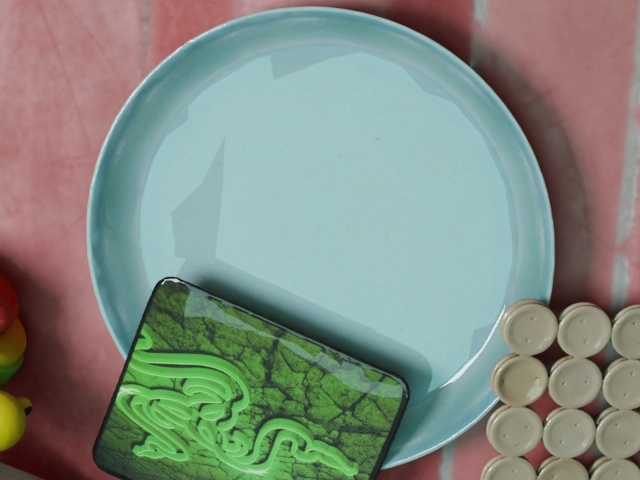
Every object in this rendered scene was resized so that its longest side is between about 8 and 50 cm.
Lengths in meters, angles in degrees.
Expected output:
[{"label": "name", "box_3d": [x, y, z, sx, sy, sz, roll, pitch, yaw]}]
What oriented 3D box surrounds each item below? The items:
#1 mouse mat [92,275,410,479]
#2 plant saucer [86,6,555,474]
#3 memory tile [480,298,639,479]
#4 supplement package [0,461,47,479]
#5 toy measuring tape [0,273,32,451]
[{"label": "mouse mat", "box_3d": [-0.049, 0.125, 1.342, 0.190, 0.007, 0.152, 24, 106, 7]}, {"label": "plant saucer", "box_3d": [0.000, 0.000, 1.329, 0.318, 0.044, 0.317, 2, 102, 11]}, {"label": "memory tile", "box_3d": [0.165, 0.109, 1.306, 0.113, 0.012, 0.148, 1, 111, -11]}, {"label": "supplement package", "box_3d": [-0.265, 0.250, 1.294, 0.177, 0.175, 0.293, -45, 133, 18]}, {"label": "toy measuring tape", "box_3d": [-0.301, 0.024, 1.388, 0.330, 0.121, 0.121, 47, 108, 23]}]
